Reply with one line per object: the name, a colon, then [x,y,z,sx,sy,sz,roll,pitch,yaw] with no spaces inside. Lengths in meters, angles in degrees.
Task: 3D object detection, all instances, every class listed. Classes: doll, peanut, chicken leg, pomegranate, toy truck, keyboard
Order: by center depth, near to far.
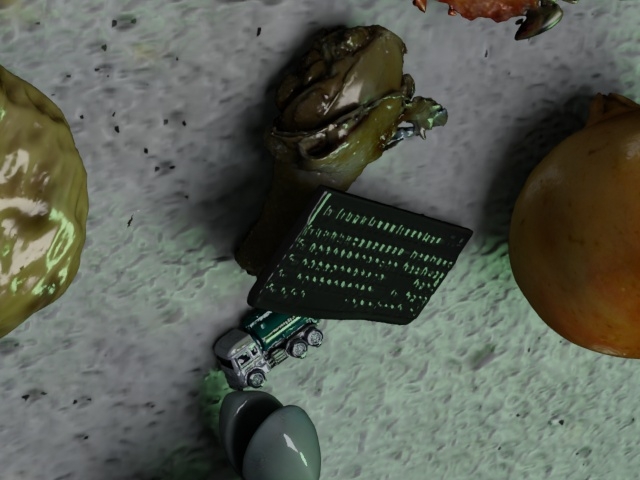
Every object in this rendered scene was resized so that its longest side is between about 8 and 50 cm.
peanut: [-0.236,-0.031,0.949,0.197,0.110,0.233,-45,133,4]
keyboard: [0.009,0.007,1.124,0.103,0.041,0.381,-57,150,10]
chicken leg: [0.002,-0.055,1.146,0.196,0.080,0.125,-55,142,2]
doll: [-0.074,0.225,1.197,0.195,0.153,0.258,-41,156,-26]
toy truck: [-0.037,0.070,1.205,0.083,0.039,0.044,-35,112,-19]
pomegranate: [0.248,-0.007,1.265,0.209,0.209,0.209,-17,122,-30]

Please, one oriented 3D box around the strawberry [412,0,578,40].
strawberry: [0.105,-0.253,1.110,0.175,0.106,0.236,-19,131,17]
